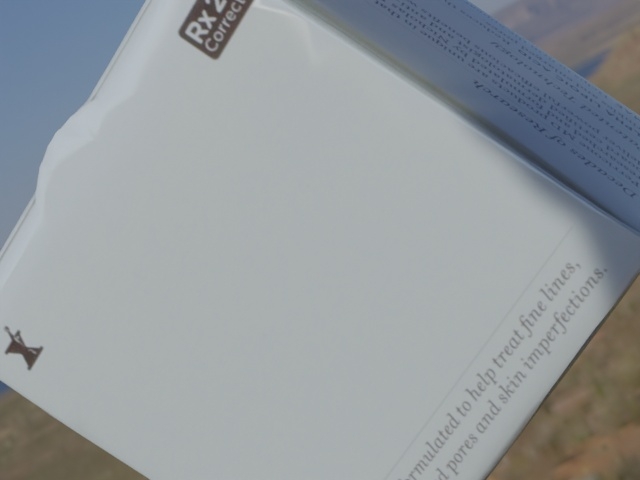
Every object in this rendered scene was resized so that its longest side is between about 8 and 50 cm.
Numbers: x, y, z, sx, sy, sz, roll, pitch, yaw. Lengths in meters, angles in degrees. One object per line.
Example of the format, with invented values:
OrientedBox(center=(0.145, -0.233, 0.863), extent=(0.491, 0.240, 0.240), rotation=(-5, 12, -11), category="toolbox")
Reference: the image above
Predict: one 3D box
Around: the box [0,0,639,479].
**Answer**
OrientedBox(center=(0.000, 0.000, 0.642), extent=(0.181, 0.182, 0.119), rotation=(-56, 0, 25), category="box")
